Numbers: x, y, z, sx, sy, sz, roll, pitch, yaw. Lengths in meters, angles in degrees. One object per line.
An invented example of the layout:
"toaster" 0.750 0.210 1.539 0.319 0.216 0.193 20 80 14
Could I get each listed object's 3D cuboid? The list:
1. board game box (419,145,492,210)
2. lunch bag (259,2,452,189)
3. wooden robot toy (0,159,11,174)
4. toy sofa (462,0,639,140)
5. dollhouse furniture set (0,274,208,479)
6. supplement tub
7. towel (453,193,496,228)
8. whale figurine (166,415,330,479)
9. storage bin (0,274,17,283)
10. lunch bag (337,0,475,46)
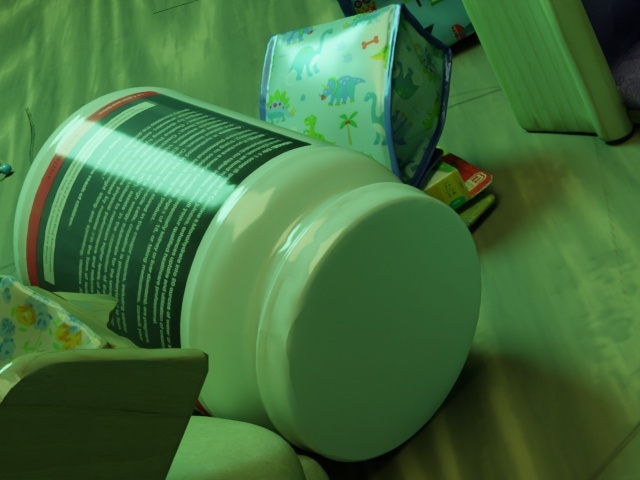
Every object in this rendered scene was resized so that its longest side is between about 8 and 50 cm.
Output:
"board game box" 0.000 0.000 1.234 0.259 0.039 0.124 -31 23 -9
"lunch bag" 0.023 -0.087 1.225 0.129 0.096 0.151 -11 58 36
"wooden robot toy" -0.400 -0.067 1.703 0.076 0.079 0.173 -9 30 33
"toy sofa" 0.296 -0.237 1.270 0.362 0.150 0.177 -40 27 -26
"dollhouse furniture set" -0.322 0.143 0.765 0.362 0.394 0.256 28 11 29
"supplement tub" -0.052 0.017 1.044 0.272 0.191 0.191 22 53 43
"towel" 0.089 -0.009 1.203 0.060 0.009 0.083 2 38 45
"whale figurine" -0.099 0.173 0.931 0.216 0.141 0.272 -4 1 -10
"storage bin" -0.310 0.144 1.110 0.262 0.123 0.260 -36 13 -19
"lunch bag" 0.112 -0.289 1.595 0.221 0.138 0.293 -28 16 5
